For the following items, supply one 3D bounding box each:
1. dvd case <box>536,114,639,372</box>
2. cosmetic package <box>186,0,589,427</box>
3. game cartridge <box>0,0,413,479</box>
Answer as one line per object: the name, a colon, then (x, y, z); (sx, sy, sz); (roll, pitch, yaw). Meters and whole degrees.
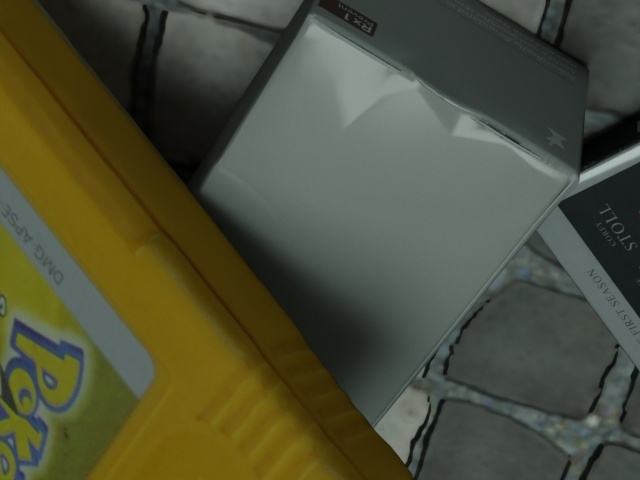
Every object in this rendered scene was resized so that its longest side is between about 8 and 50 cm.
dvd case: (0.231, -0.007, 0.694); (0.238, 0.029, 0.179); (-28, 113, 26)
cosmetic package: (0.000, 0.000, 0.707); (0.127, 0.107, 0.238); (32, 121, -8)
game cartridge: (-0.140, 0.070, 0.711); (0.324, 0.052, 0.285); (51, 126, 21)
